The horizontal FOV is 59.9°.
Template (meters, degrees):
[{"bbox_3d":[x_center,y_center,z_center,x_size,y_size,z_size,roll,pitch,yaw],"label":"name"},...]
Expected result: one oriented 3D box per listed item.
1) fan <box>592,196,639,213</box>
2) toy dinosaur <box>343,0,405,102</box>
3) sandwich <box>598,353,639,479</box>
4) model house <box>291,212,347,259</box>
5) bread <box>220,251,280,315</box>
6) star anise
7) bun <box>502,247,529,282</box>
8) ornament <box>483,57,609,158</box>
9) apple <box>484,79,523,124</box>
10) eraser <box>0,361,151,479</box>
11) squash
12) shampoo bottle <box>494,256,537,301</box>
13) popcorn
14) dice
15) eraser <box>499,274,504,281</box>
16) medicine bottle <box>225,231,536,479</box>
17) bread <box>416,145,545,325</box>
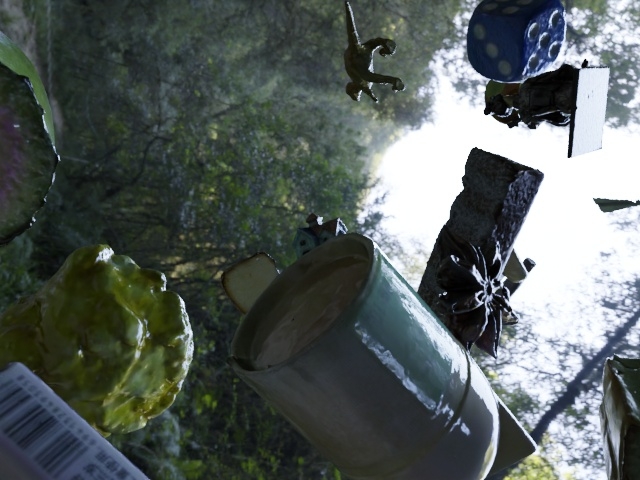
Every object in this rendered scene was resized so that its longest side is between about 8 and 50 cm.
[{"bbox_3d":[0.481,-0.056,0.725,0.233,0.012,0.414,54,-5,0],"label":"fan"},{"bbox_3d":[0.043,-0.241,0.730,0.126,0.162,0.039,12,-114,51],"label":"toy dinosaur"},{"bbox_3d":[0.453,0.282,0.713,0.155,0.198,0.228,-1,-74,19],"label":"sandwich"},{"bbox_3d":[0.000,0.000,1.295,0.148,0.119,0.149,-21,-99,28],"label":"model house"},{"bbox_3d":[-0.132,0.098,1.152,0.129,0.126,0.044,52,-23,13],"label":"bread"},{"bbox_3d":[0.245,0.090,0.885,0.089,0.231,0.209,-7,-145,42],"label":"star anise"},{"bbox_3d":[0.441,0.060,1.283,0.054,0.086,0.086,-30,-128,17],"label":"bun"},{"bbox_3d":[0.412,-0.252,1.046,0.196,0.153,0.167,13,-69,41],"label":"ornament"},{"bbox_3d":[0.575,-0.428,1.662,0.163,0.146,0.147,-36,-145,46],"label":"apple"},{"bbox_3d":[-0.184,0.202,0.409,0.210,0.068,0.124,40,-60,6],"label":"eraser"},{"bbox_3d":[-0.475,-0.177,0.662,0.310,0.310,0.309,-62,-146,27],"label":"squash"},{"bbox_3d":[0.480,0.112,1.400,0.040,0.080,0.165,37,-61,12],"label":"shampoo bottle"},{"bbox_3d":[-0.394,0.203,0.997,0.293,0.334,0.292,-19,-148,37],"label":"popcorn"},{"bbox_3d":[0.384,-0.406,1.099,0.146,0.143,0.146,35,-28,45],"label":"dice"},{"bbox_3d":[0.491,0.114,1.767,0.082,0.225,0.036,33,-61,47],"label":"eraser"},{"bbox_3d":[0.097,0.211,0.745,0.235,0.406,0.236,-35,-159,16],"label":"medicine bottle"},{"bbox_3d":[0.328,0.016,1.214,0.165,0.113,0.417,47,-59,62],"label":"bread"}]
